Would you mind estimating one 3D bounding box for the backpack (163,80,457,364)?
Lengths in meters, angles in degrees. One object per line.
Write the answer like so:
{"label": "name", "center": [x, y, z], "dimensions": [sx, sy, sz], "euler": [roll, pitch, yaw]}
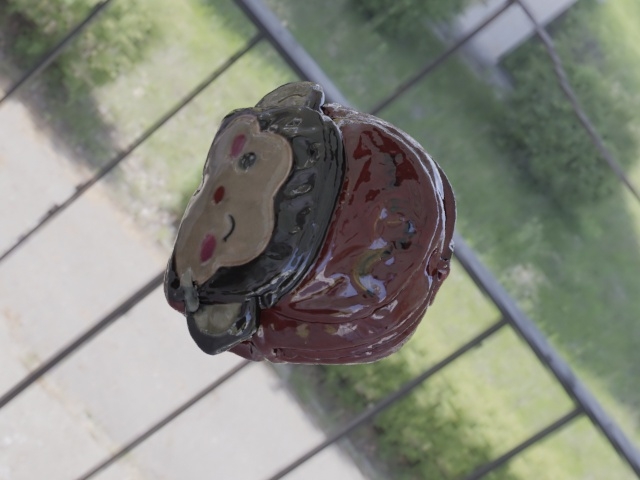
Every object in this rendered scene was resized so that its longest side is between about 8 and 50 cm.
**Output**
{"label": "backpack", "center": [-0.001, -0.001, 1.088], "dimensions": [0.139, 0.229, 0.229], "euler": [40, 24, -57]}
